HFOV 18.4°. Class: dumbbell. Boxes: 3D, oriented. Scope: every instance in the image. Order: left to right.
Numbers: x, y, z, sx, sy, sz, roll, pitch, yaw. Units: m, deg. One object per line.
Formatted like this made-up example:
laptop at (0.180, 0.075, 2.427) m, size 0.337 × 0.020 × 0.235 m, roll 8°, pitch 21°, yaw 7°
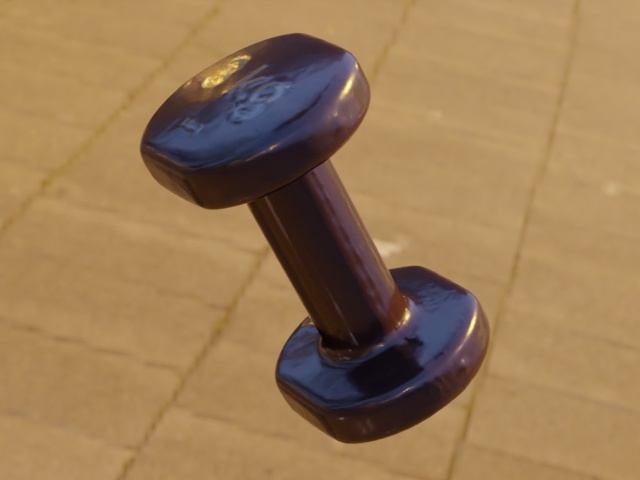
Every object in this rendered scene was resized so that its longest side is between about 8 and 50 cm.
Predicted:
dumbbell at (0.000, 0.000, 1.157) m, size 0.124 × 0.225 × 0.140 m, roll -37°, pitch 31°, yaw -15°
